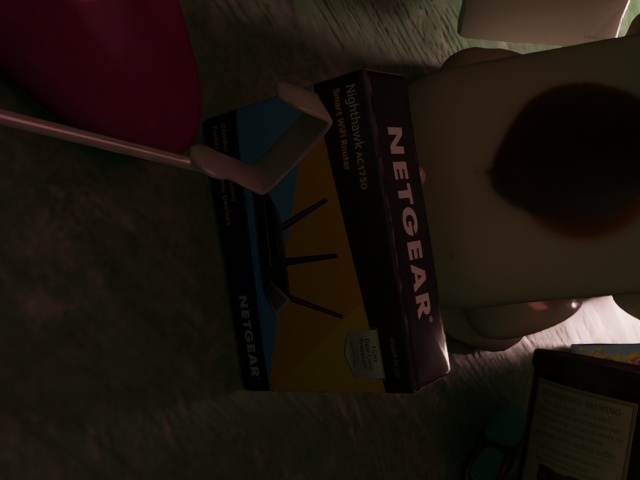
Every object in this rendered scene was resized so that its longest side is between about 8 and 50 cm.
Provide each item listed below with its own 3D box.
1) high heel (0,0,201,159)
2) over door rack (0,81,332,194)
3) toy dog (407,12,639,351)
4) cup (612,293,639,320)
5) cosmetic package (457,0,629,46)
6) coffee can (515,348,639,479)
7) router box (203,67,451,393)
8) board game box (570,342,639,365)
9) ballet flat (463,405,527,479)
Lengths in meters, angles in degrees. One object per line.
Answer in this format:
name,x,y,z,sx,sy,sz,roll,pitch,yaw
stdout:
high heel,-0.121,-0.207,0.310,0.377,0.181,0.127,59,45,-25
over door rack,-0.115,0.044,0.234,0.324,0.108,0.240,2,48,-32
toy dog,0.249,-0.075,0.553,0.395,0.407,0.285,16,71,-48
cup,0.493,-0.006,0.945,0.331,0.331,0.237,-6,113,-50
cosmetic package,0.241,-0.396,0.724,0.217,0.156,0.385,85,17,-54
coffee can,0.260,0.247,0.631,0.201,0.201,0.276,13,86,-48
router box,0.000,0.000,0.457,0.046,0.133,0.179,-10,91,-51
board game box,0.437,0.207,0.935,0.275,0.144,0.142,15,73,-48
ballet flat,0.163,0.201,0.698,0.114,0.041,0.041,-39,113,-46
